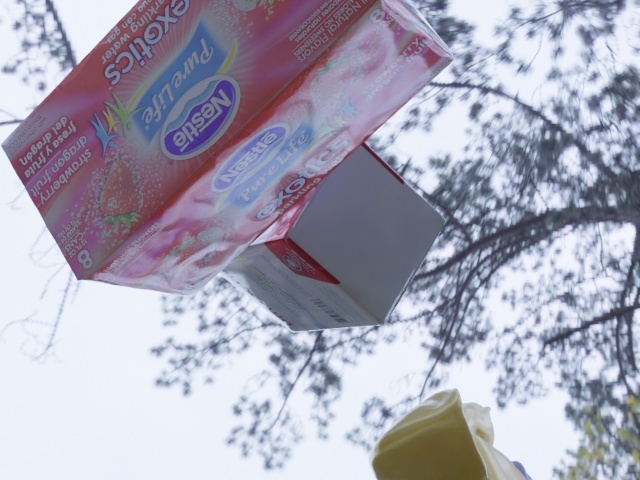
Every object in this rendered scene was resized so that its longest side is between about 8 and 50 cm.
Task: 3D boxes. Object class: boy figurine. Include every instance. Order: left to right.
[{"bbox_3d":[0.139,0.193,0.807,0.092,0.177,0.285,-34,-50,19],"label":"boy figurine"}]

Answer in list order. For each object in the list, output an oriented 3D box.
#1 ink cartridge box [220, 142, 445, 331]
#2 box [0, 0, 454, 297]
[{"bbox_3d":[0.000,0.000,0.977,0.128,0.176,0.127,41,-115,-20],"label":"ink cartridge box"},{"bbox_3d":[-0.071,-0.106,0.777,0.300,0.154,0.142,-41,-113,15],"label":"box"}]
